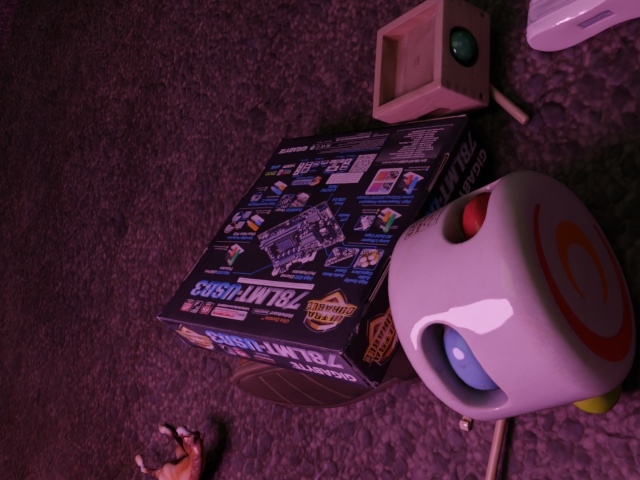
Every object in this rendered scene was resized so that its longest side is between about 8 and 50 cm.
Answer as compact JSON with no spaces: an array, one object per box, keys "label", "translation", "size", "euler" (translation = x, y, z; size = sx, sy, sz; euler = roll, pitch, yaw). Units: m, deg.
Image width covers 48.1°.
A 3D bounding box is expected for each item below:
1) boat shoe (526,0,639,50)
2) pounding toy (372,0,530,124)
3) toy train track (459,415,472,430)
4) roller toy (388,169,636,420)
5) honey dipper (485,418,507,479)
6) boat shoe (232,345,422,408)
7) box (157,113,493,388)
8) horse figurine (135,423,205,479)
[{"label":"boat shoe","translation":[0.277,-0.240,0.671],"size":[0.184,0.066,0.063],"euler":[-21,65,52]},{"label":"pounding toy","translation":[0.140,-0.181,0.780],"size":[0.141,0.100,0.130],"euler":[-15,68,54]},{"label":"toy train track","translation":[0.150,0.149,0.720],"size":[0.048,0.014,0.083],"euler":[5,82,46]},{"label":"roller toy","translation":[0.157,0.048,0.611],"size":[0.146,0.191,0.209],"euler":[-28,60,39]},{"label":"honey dipper","translation":[0.166,0.199,0.681],"size":[0.031,0.031,0.160],"euler":[3,77,46]},{"label":"boat shoe","translation":[0.032,0.110,0.799],"size":[0.308,0.111,0.104],"euler":[-18,46,35]},{"label":"box","translation":[0.000,0.000,0.785],"size":[0.296,0.073,0.293],"euler":[1,52,45]},{"label":"horse figurine","translation":[-0.219,0.376,1.001],"size":[0.175,0.066,0.263],"euler":[6,81,53]}]
